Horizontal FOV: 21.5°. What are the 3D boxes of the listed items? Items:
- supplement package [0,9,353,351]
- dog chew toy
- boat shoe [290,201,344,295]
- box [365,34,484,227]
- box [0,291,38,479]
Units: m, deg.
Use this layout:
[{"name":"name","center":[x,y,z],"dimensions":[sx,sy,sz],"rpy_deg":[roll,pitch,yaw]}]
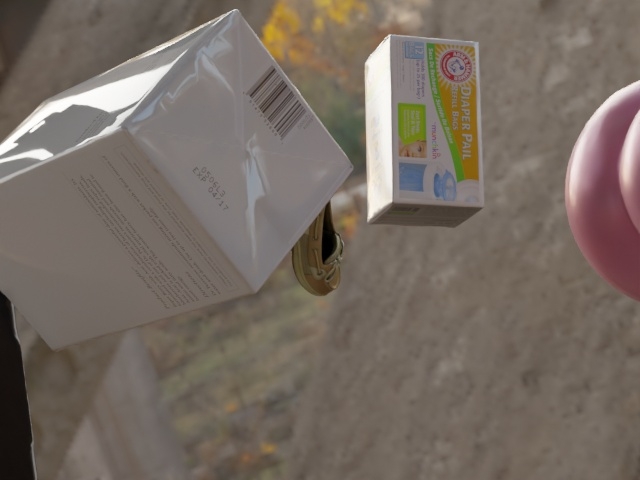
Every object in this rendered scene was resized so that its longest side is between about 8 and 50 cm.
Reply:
[{"name":"supplement package","center":[-0.156,-0.045,1.450],"dimensions":[0.293,0.177,0.175],"rpy_deg":[-17,28,45]},{"name":"dog chew toy","center":[0.326,-0.052,1.365],"dimensions":[0.207,0.206,0.332],"rpy_deg":[-21,-3,-11]},{"name":"boat shoe","center":[0.000,-0.002,1.577],"dimensions":[0.048,0.153,0.056],"rpy_deg":[3,47,19]},{"name":"box","center":[0.119,-0.126,1.959],"dimensions":[0.114,0.203,0.103],"rpy_deg":[2,-13,-15]},{"name":"box","center":[-0.578,0.203,1.810],"dimensions":[0.472,0.479,0.297],"rpy_deg":[-13,-7,35]}]
